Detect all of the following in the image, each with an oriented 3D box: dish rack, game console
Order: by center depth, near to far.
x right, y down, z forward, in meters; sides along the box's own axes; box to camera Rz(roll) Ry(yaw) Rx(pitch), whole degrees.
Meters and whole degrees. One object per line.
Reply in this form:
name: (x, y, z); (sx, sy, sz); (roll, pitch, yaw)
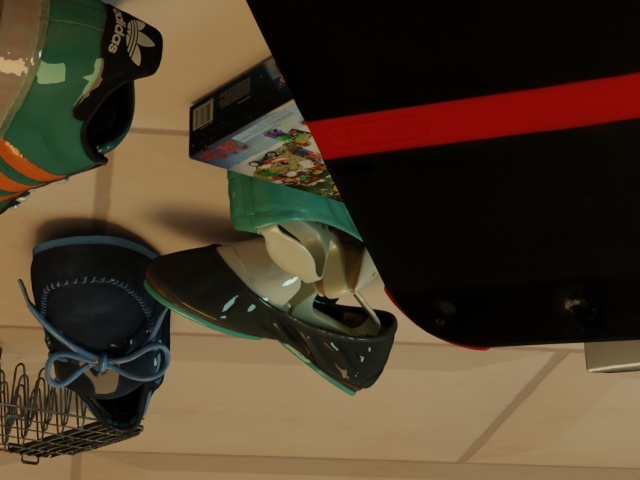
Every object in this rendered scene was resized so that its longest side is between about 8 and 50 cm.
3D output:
game console: (0.158, -0.084, 1.036); (0.386, 0.060, 0.342); (-6, 122, 35)
dish rack: (-0.339, 0.186, 1.992); (0.208, 0.074, 0.271); (-18, 154, 42)

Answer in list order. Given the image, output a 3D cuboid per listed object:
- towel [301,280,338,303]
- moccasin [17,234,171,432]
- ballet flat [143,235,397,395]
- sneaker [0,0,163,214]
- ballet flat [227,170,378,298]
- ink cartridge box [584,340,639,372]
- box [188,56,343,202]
towel: (-0.044, 0.043, 1.673); (0.119, 0.029, 0.067); (10, 156, -23)
moccasin: (-0.187, 0.094, 1.681); (0.137, 0.117, 0.342); (-3, 159, 7)
ballet flat: (-0.034, 0.049, 1.595); (0.280, 0.095, 0.096); (28, 105, -44)
sneaker: (-0.198, -0.075, 1.252); (0.121, 0.108, 0.302); (12, 155, -19)
ballet flat: (0.000, 0.000, 1.477); (0.083, 0.087, 0.247); (-6, 159, 31)
ink cartridge box: (0.310, 0.040, 1.500); (0.176, 0.127, 0.128); (-7, 173, 16)
box: (0.036, -0.095, 1.288); (0.159, 0.044, 0.233); (15, 154, -35)
